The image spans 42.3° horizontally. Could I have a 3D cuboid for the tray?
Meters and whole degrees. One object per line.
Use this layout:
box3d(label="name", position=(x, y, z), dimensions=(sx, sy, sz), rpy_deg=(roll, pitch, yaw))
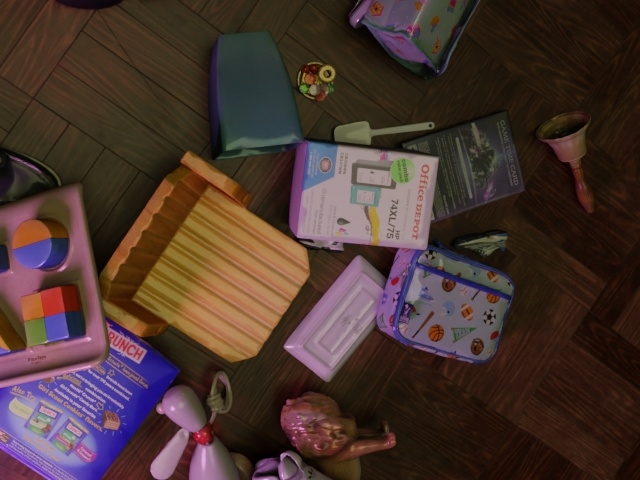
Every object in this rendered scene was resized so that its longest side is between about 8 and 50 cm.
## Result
box3d(label="tray", position=(0.055, 0.179, 1.864), dimensions=(0.145, 0.030, 0.270), rpy_deg=(41, 86, -17))

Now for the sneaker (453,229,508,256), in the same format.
box3d(label="sneaker", position=(0.374, 0.014, 1.919), dimensions=(0.135, 0.052, 0.058), rpy_deg=(-8, 103, -14))

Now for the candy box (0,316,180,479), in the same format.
box3d(label="candy box", position=(-0.484, 0.307, 1.656), dimensions=(0.268, 0.122, 0.317), rpy_deg=(41, 74, -15))

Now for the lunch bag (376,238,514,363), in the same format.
box3d(label="lunch bag", position=(0.282, 0.134, 1.865), dimensions=(0.303, 0.115, 0.243), rpy_deg=(20, 88, -24))

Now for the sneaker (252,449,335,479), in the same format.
box3d(label="sneaker", position=(-0.100, 0.602, 1.792), dimensions=(0.210, 0.137, 0.366), rpy_deg=(41, 114, -7))

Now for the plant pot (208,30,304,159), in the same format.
box3d(label="plant pot", position=(-0.143, -0.296, 1.682), dimensions=(0.166, 0.165, 0.234), rpy_deg=(-8, 91, -14))

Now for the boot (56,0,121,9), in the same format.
box3d(label="boot", position=(-0.412, -0.583, 1.615), dimensions=(0.263, 0.091, 0.228), rpy_deg=(-15, 96, -17))

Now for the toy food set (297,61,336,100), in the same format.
box3d(label="toy food set", position=(-0.009, -0.343, 1.781), dimensions=(0.083, 0.020, 0.082), rpy_deg=(9, 95, -17))

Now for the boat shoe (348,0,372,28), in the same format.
box3d(label="boat shoe", position=(0.124, -0.557, 1.766), dimensions=(0.076, 0.080, 0.228), rpy_deg=(40, 90, 6))

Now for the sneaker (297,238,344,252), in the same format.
box3d(label="sneaker", position=(0.000, 0.000, 1.825), dimensions=(0.109, 0.040, 0.043), rpy_deg=(7, 79, -20))

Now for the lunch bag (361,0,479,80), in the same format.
box3d(label="lunch bag", position=(0.232, -0.477, 1.736), dimensions=(0.262, 0.160, 0.223), rpy_deg=(27, 90, -58))

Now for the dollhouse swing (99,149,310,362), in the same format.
box3d(label="dollhouse swing", position=(-0.212, 0.067, 1.652), dimensions=(0.305, 0.315, 0.346), rpy_deg=(34, 87, 4))

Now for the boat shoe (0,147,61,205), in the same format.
box3d(label="boat shoe", position=(-0.670, -0.134, 1.578), dimensions=(0.340, 0.113, 0.127), rpy_deg=(21, 91, -17))

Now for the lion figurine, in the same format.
box3d(label="lion figurine", position=(0.043, 0.519, 1.852), dimensions=(0.240, 0.142, 0.392), rpy_deg=(-6, 103, -7))

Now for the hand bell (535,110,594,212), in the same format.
box3d(label="hand bell", position=(0.604, -0.168, 1.944), dimensions=(0.126, 0.126, 0.242), rpy_deg=(-32, 116, -9))

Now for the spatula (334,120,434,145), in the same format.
box3d(label="spatula", position=(0.152, -0.188, 1.847), dimensions=(0.242, 0.019, 0.168), rpy_deg=(-9, 99, -14))

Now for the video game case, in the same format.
box3d(label="video game case", position=(0.327, -0.167, 1.888), dimensions=(0.274, 0.026, 0.196), rpy_deg=(-19, 102, -16))

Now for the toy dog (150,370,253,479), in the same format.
box3d(label="toy dog", position=(-0.270, 0.453, 1.747), dimensions=(0.161, 0.220, 0.333), rpy_deg=(-13, 95, 20))

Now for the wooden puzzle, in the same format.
box3d(label="wooden puzzle", position=(-0.557, 0.087, 1.526), dimensions=(0.322, 0.080, 0.347), rpy_deg=(-14, 79, 22))

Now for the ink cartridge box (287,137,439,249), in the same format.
box3d(label="ink cartridge box", position=(0.083, -0.101, 1.729), dimensions=(0.270, 0.197, 0.198), rpy_deg=(5, 98, -9))
